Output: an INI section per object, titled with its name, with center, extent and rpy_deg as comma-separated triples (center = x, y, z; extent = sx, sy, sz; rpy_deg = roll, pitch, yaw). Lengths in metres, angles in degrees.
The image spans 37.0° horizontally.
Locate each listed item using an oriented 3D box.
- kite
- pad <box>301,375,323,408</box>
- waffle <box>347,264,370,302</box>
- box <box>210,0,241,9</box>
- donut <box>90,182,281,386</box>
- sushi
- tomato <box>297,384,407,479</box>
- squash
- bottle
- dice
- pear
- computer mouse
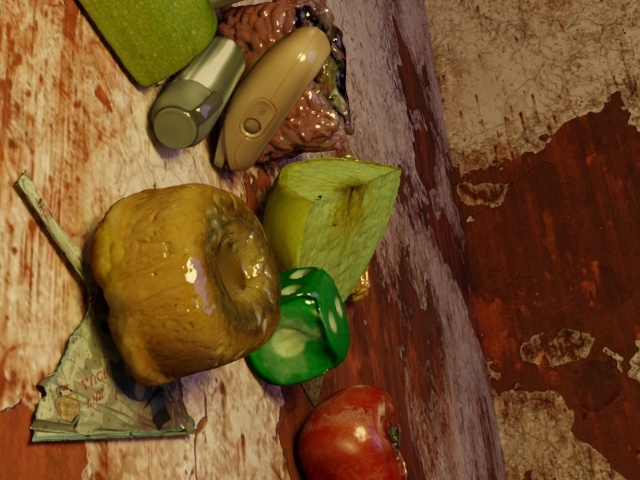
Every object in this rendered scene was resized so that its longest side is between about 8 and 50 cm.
[kite]
center = -0.216, 0.078, 1.002
extent = 0.406, 0.014, 0.369
rpy_deg = -78, 148, -53
[pad]
center = -0.020, 0.144, 1.557
extent = 0.235, 0.003, 0.158
rpy_deg = -77, 147, -56
[waffle]
center = 0.043, 0.012, 1.772
extent = 0.160, 0.055, 0.211
rpy_deg = -7, 83, -73
[box]
center = -0.192, -0.555, 1.330
extent = 0.352, 0.177, 0.344
rpy_deg = 33, 49, -66
[donut]
center = -0.139, 0.039, 1.033
extent = 0.261, 0.128, 0.209
rpy_deg = -32, 106, -72
[sushi]
center = -0.049, -0.256, 1.521
extent = 0.236, 0.170, 0.270
rpy_deg = -24, 103, -72
[tomato]
center = 0.048, 0.304, 1.396
extent = 0.187, 0.151, 0.187
rpy_deg = 56, 20, -33
[squash]
center = -0.229, -0.351, 1.156
extent = 0.203, 0.111, 0.289
rpy_deg = -86, 153, -49
[bottle]
center = -0.155, -0.202, 1.276
extent = 0.080, 0.096, 0.254
rpy_deg = 60, 23, -23
[dice]
center = -0.037, 0.116, 1.327
extent = 0.120, 0.128, 0.131
rpy_deg = -68, 139, -64
[pear]
center = -0.005, 0.000, 1.506
extent = 0.288, 0.139, 0.239
rpy_deg = -26, 125, -54
[computer mouse]
center = -0.074, -0.202, 1.338
extent = 0.082, 0.236, 0.145
rpy_deg = 35, 32, -7
